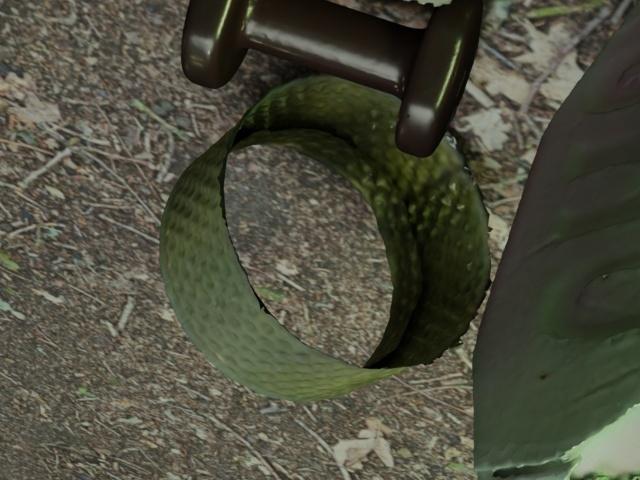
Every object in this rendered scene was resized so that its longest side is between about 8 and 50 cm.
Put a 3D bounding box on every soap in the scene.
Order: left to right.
[{"bbox_3d":[0.261,0.001,0.972,0.261,0.446,0.156,-14,133,44],"label":"soap"}]

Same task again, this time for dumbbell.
[{"bbox_3d":[0.010,-0.160,1.181,0.225,0.140,0.124,20,-175,6],"label":"dumbbell"}]

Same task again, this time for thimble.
[{"bbox_3d":[0.000,0.000,1.302,0.271,0.271,0.150,34,148,-16],"label":"thimble"}]

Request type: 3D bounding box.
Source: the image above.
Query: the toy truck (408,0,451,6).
[{"bbox_3d":[0.068,-0.278,1.005,0.136,0.111,0.286,8,150,-4],"label":"toy truck"}]
